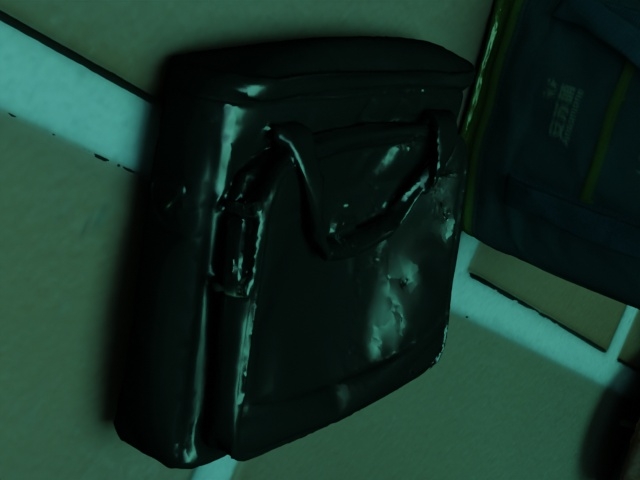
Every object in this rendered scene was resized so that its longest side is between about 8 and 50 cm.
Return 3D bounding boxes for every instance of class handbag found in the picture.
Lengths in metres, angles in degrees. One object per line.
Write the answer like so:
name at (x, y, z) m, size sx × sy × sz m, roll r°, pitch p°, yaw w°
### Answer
handbag at (0.000, 0.000, 0.742) m, size 0.275 × 0.088 × 0.244 m, roll -11°, pitch 115°, yaw -52°
handbag at (0.250, -0.081, 0.914) m, size 0.222 × 0.241 × 0.263 m, roll -10°, pitch 116°, yaw -54°

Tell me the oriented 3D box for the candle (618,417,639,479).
candle at (0.435, 0.231, 1.509) m, size 0.287 × 0.131 × 0.317 m, roll -62°, pitch 159°, yaw -21°
